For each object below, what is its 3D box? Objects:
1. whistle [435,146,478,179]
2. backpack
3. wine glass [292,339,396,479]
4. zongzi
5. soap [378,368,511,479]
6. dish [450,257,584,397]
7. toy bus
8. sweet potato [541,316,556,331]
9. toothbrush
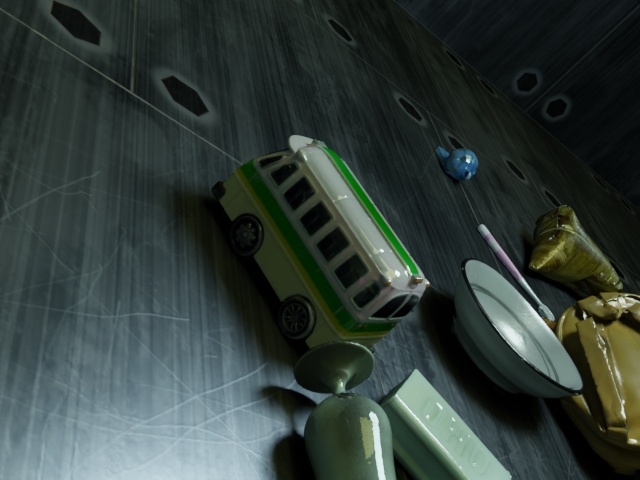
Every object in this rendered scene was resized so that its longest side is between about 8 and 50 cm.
[{"bbox_3d":[0.359,-0.206,2.309,0.090,0.090,0.158,31,28,-32],"label":"whistle"},{"bbox_3d":[0.618,0.272,1.720,0.354,0.201,0.378,-6,47,-10],"label":"backpack"},{"bbox_3d":[0.034,0.232,1.013,0.103,0.103,0.231,30,30,-33],"label":"wine glass"},{"bbox_3d":[0.640,0.083,2.284,0.286,0.134,0.288,48,36,-7],"label":"zongzi"},{"bbox_3d":[0.159,0.279,1.196,0.198,0.066,0.119,49,25,5],"label":"soap"},{"bbox_3d":[0.329,0.180,1.604,0.316,0.106,0.316,39,22,-19],"label":"dish"},{"bbox_3d":[0.000,0.000,1.236,0.143,0.179,0.305,7,44,-56],"label":"toy bus"},{"bbox_3d":[0.496,0.206,1.891,0.314,0.066,0.072,24,69,-44],"label":"sweet potato"},{"bbox_3d":[0.453,0.074,2.091,0.025,0.020,0.286,-2,52,-52],"label":"toothbrush"}]
